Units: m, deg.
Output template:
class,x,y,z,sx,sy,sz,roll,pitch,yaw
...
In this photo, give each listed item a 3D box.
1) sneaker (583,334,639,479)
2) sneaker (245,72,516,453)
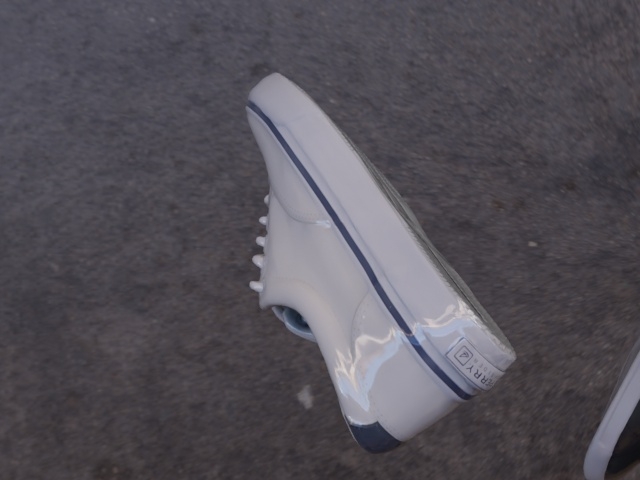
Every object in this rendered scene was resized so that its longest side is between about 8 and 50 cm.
class,x,y,z,sx,sy,sz,roll,pitch,yaw
sneaker,0.308,0.126,0.869,0.147,0.104,0.295,24,137,12
sneaker,0.000,0.000,0.585,0.091,0.094,0.258,-40,40,8
